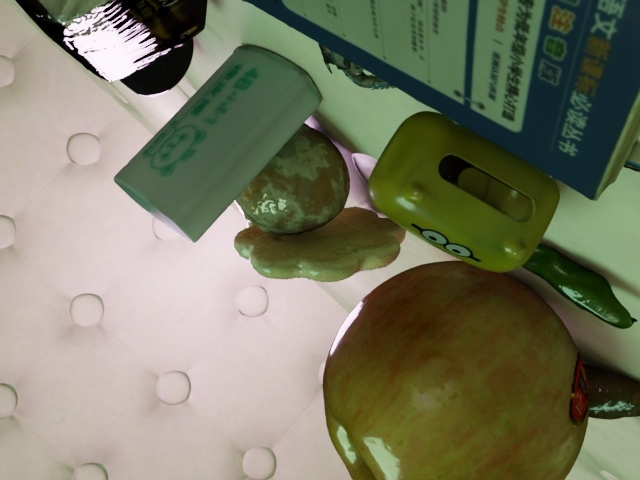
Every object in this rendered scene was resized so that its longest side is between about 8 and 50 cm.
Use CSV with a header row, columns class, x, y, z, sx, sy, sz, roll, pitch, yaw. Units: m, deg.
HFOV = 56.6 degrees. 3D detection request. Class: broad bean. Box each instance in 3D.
class,x,y,z,sx,sy,sz,roll,pitch,yaw
broad bean,0.283,0.038,0.712,0.061,0.046,0.195,35,-178,-39

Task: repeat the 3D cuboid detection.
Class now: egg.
class,x,y,z,sx,sy,sz,roll,pitch,yaw
egg,-0.053,-0.103,0.991,0.233,0.195,0.195,20,160,32

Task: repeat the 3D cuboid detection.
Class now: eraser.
class,x,y,z,sx,sy,sz,roll,pitch,yaw
eraser,-0.152,-0.150,0.882,0.189,0.290,0.104,31,165,36

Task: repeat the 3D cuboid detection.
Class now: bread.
class,x,y,z,sx,sy,sz,roll,pitch,yaw
bread,0.000,0.000,1.049,0.316,0.316,0.054,29,127,52

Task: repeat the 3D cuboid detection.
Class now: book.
class,x,y,z,sx,sy,sz,roll,pitch,yaw
book,0.045,-0.226,0.418,0.428,0.039,0.300,38,162,26

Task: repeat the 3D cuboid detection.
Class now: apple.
class,x,y,z,sx,sy,sz,roll,pitch,yaw
apple,0.183,0.239,0.891,0.391,0.346,0.391,43,148,36

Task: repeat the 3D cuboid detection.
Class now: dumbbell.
class,x,y,z,sx,sy,sz,roll,pitch,yaw
dumbbell,-0.355,-0.377,1.083,0.218,0.152,0.152,38,169,22

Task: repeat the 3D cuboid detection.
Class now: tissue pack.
class,x,y,z,sx,sy,sz,roll,pitch,yaw
tissue pack,-0.258,-0.323,0.689,0.210,0.198,0.370,52,174,-13
tissue pack,0.143,-0.048,0.595,0.178,0.123,0.127,28,-179,-8

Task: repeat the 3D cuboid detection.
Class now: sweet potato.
class,x,y,z,sx,sy,sz,roll,pitch,yaw
sweet potato,0.398,0.223,0.946,0.112,0.085,0.286,52,166,-27

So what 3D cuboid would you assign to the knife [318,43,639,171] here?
class,x,y,z,sx,sy,sz,roll,pitch,yaw
knife,0.133,-0.144,0.536,0.365,0.043,0.089,31,166,40
